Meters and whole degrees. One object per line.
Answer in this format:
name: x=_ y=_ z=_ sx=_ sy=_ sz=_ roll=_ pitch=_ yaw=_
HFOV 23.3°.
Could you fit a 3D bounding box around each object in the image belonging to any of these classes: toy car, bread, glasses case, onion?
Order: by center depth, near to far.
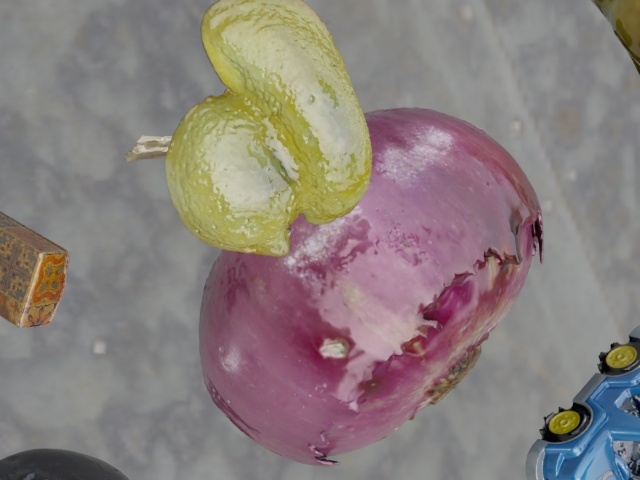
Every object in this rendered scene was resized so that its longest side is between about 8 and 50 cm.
bread: x=-0.036 y=-0.074 z=1.055 sx=0.149 sy=0.065 sz=0.187 roll=-23 pitch=116 yaw=-15
toy car: x=0.265 y=0.162 z=1.297 sx=0.191 sy=0.100 sz=0.097 roll=-43 pitch=123 yaw=-24
glasses case: x=-0.324 y=-0.002 z=1.409 sx=0.049 sy=0.218 sz=0.075 roll=-4 pitch=118 yaw=-59
onion: x=0.036 y=0.017 z=1.444 sx=0.358 sy=0.358 sz=0.345 roll=-6 pitch=68 yaw=-44

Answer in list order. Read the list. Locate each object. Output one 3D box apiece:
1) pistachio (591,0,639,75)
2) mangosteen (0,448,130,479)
pistachio: x=0.235 y=-0.110 z=0.889 sx=0.110 sy=0.189 sz=0.100 roll=88 pitch=27 yaw=-54
mangosteen: x=-0.348 y=0.419 z=1.988 sx=0.300 sy=0.300 sz=0.300 roll=0 pitch=90 yaw=-45
